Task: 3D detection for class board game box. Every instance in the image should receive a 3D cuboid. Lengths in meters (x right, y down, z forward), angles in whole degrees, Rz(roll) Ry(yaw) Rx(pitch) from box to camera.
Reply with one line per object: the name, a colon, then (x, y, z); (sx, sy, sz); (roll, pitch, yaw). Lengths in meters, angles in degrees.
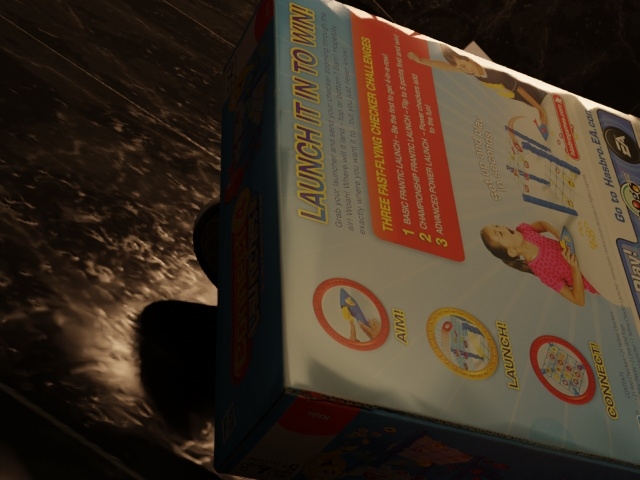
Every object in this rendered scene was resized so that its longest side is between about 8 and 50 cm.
board game box: (0.092, 0.013, 0.621); (0.301, 0.086, 0.308); (16, 46, -21)

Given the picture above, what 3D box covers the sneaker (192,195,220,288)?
sneaker: (0.000, 0.002, 0.743); (0.226, 0.086, 0.163); (22, 19, -26)
